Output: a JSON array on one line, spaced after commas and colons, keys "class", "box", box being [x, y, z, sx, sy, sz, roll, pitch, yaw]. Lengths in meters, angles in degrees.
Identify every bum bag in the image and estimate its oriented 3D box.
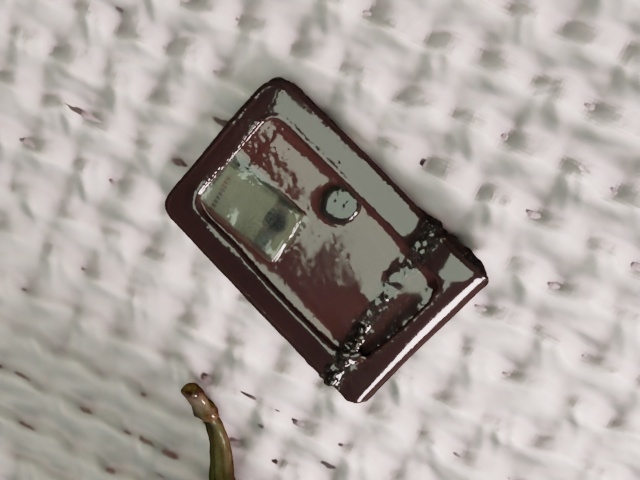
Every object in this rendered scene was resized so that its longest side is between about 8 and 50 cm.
[{"class": "bum bag", "box": [0.000, 0.000, 0.517, 0.159, 0.026, 0.109, 46, 111, 4]}]

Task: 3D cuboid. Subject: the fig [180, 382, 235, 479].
[{"class": "fig", "box": [-0.071, 0.220, 0.546, 0.148, 0.202, 0.149, 31, 132, -13]}]
